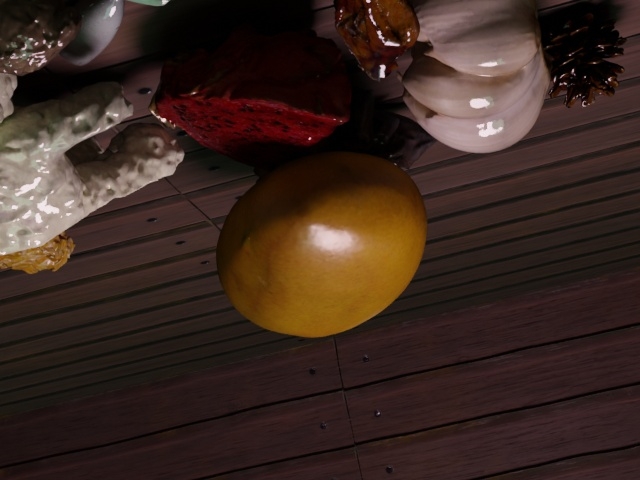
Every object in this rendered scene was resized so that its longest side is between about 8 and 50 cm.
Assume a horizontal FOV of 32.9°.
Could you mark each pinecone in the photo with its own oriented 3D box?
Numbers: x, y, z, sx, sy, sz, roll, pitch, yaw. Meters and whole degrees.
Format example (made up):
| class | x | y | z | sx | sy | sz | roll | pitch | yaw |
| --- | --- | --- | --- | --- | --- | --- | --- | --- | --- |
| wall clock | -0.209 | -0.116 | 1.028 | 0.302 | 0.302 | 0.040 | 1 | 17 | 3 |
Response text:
| class | x | y | z | sx | sy | sz | roll | pitch | yaw |
| --- | --- | --- | --- | --- | --- | --- | --- | --- | --- |
| pinecone | 0.362 | -0.249 | 1.507 | 0.140 | 0.121 | 0.140 | -17 | 170 | -3 |

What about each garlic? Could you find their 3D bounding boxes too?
| class | x | y | z | sx | sy | sz | roll | pitch | yaw |
| --- | --- | --- | --- | --- | --- | --- | --- | --- | --- |
| garlic | 0.193 | -0.213 | 1.406 | 0.203 | 0.185 | 0.281 | 0 | 168 | 18 |

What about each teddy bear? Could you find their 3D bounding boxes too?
| class | x | y | z | sx | sy | sz | roll | pitch | yaw |
| --- | --- | --- | --- | --- | --- | --- | --- | --- | --- |
| teddy bear | -0.294 | -0.236 | 0.984 | 0.177 | 0.190 | 0.140 | -18 | 157 | 2 |
| teddy bear | -0.365 | -0.181 | 1.229 | 0.327 | 0.362 | 0.375 | 2 | -151 | 29 |

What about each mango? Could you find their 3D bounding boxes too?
| class | x | y | z | sx | sy | sz | roll | pitch | yaw |
| --- | --- | --- | --- | --- | --- | --- | --- | --- | --- |
| mango | 0.000 | 0.000 | 1.523 | 0.300 | 0.232 | 0.446 | -8 | 164 | -5 |

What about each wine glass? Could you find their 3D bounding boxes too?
| class | x | y | z | sx | sy | sz | roll | pitch | yaw |
| --- | --- | --- | --- | --- | --- | --- | --- | --- | --- |
| wine glass | -0.236 | -0.257 | 1.179 | 0.066 | 0.066 | 0.198 | 1 | 161 | -35 |

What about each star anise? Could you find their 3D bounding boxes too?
| class | x | y | z | sx | sy | sz | roll | pitch | yaw |
| --- | --- | --- | --- | --- | --- | --- | --- | --- | --- |
| star anise | 0.031 | -0.146 | 1.637 | 0.315 | 0.108 | 0.315 | -3 | 163 | -1 |

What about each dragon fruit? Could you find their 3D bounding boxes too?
| class | x | y | z | sx | sy | sz | roll | pitch | yaw |
| --- | --- | --- | --- | --- | --- | --- | --- | --- | --- |
| dragon fruit | -0.093 | -0.205 | 1.336 | 0.205 | 0.152 | 0.317 | 14 | 170 | -19 |

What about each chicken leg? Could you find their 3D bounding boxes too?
| class | x | y | z | sx | sy | sz | roll | pitch | yaw |
| --- | --- | --- | --- | --- | --- | --- | --- | --- | --- |
| chicken leg | 0.052 | -0.286 | 1.204 | 0.093 | 0.113 | 0.304 | -34 | 160 | -1 |

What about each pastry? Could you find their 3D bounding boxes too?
| class | x | y | z | sx | sy | sz | roll | pitch | yaw |
| --- | --- | --- | --- | --- | --- | --- | --- | --- | --- |
| pastry | -0.480 | -0.019 | 1.714 | 0.154 | 0.102 | 0.250 | -13 | 163 | 2 |

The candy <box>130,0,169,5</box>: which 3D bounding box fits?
| class | x | y | z | sx | sy | sz | roll | pitch | yaw |
| --- | --- | --- | --- | --- | --- | --- | --- | --- | --- |
| candy | -0.310 | -0.247 | 0.809 | 0.397 | 0.263 | 0.172 | -16 | 175 | 12 |
